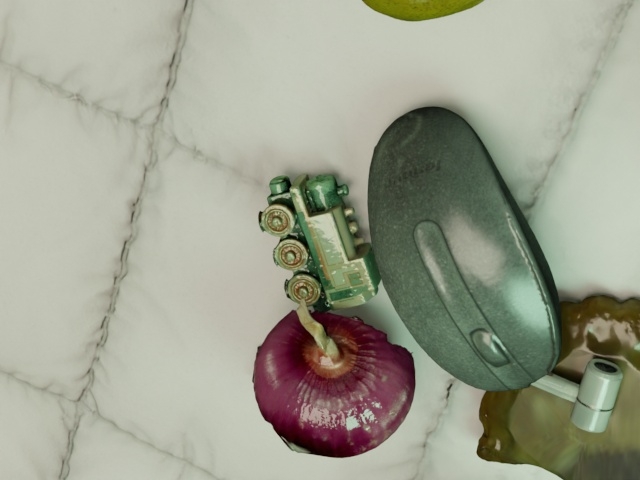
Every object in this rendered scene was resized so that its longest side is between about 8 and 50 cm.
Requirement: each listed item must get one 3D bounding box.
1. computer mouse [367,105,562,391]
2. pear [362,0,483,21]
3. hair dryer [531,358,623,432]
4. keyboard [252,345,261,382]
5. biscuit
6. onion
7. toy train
[{"bbox_3d":[0.166,0.020,1.717,0.203,0.114,0.373,-24,90,29],"label":"computer mouse"},{"bbox_3d":[0.118,-0.340,1.573,0.198,0.198,0.198,9,117,18],"label":"pear"},{"bbox_3d":[0.303,0.177,1.757,0.137,0.047,0.082,21,114,24],"label":"hair dryer"},{"bbox_3d":[-0.002,0.200,1.971,0.196,0.018,0.060,16,112,14],"label":"keyboard"},{"bbox_3d":[0.355,0.238,1.815,0.335,0.078,0.329,-31,96,28],"label":"biscuit"},{"bbox_3d":[0.013,0.196,1.846,0.207,0.200,0.200,23,122,-13],"label":"onion"},{"bbox_3d":[0.000,0.000,1.841,0.125,0.081,0.194,-14,108,16],"label":"toy train"}]
